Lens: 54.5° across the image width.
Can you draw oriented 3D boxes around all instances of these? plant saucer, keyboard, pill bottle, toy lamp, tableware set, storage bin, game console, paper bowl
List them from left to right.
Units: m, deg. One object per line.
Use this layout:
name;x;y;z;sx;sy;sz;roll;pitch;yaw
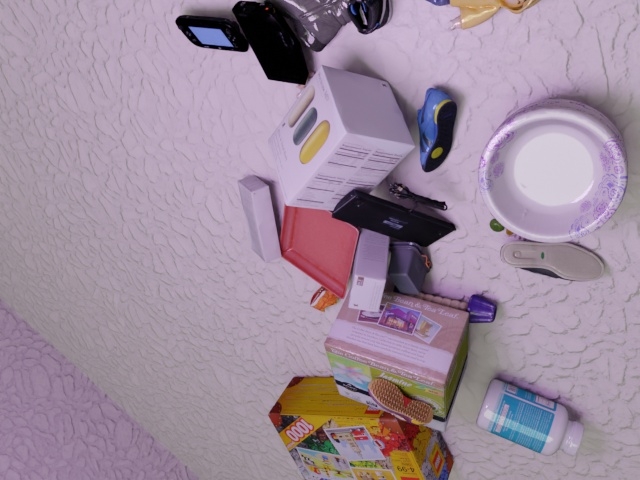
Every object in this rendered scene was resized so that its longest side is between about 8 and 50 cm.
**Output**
game console;-0.198;-0.484;1.508;0.361;0.044;0.213;17;155;32
plant saucer;0.000;0.000;1.742;0.259;0.047;0.258;33;134;26
keyboard;0.199;-0.067;1.500;0.317;0.033;0.201;16;147;-30
storage bin;0.234;0.079;1.628;0.098;0.091;0.135;-1;146;31
toy lamp;0.333;0.167;1.673;0.274;0.080;0.080;11;127;25
tableware set;0.453;-0.075;1.465;0.104;0.024;0.154;18;131;24
pill bottle;0.577;0.496;1.713;0.264;0.146;0.146;20;130;19
paper bowl;0.482;-0.150;1.292;0.284;0.148;0.284;11;119;21

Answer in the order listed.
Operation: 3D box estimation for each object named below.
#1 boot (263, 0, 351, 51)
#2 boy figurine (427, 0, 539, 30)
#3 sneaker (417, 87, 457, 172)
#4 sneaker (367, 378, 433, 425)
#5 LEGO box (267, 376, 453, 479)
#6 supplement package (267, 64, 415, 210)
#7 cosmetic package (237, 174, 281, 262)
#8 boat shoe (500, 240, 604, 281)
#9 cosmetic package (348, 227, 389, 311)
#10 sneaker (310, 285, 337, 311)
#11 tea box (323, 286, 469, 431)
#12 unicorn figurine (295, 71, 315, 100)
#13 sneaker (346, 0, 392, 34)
boot;-0.027;-0.558;1.381;0.246;0.083;0.161;43;129;-13
boy figurine;0.295;-0.494;1.213;0.285;0.092;0.177;22;124;19
sneaker;0.258;-0.255;1.435;0.082;0.069;0.209;51;153;37
sneaker;0.193;0.423;1.593;0.185;0.070;0.084;32;148;-3
LEGO box;0.132;0.653;2.063;0.500;0.193;0.373;-10;116;36
supplement package;0.039;-0.225;1.435;0.263;0.198;0.199;-46;51;43
cosmetic package;-0.175;-0.061;1.804;0.099;0.060;0.239;41;146;50
boat shoe;0.545;0.046;1.471;0.233;0.079;0.084;10;85;13
cosmetic package;0.129;0.063;1.608;0.085;0.231;0.117;9;130;1
sneaker;0.033;0.156;1.869;0.067;0.064;0.175;26;140;-14
tea box;0.216;0.318;1.701;0.329;0.220;0.324;14;145;22
unicorn figurine;0.009;-0.348;1.509;0.162;0.060;0.111;43;123;5
sneaker;0.095;-0.538;1.281;0.079;0.121;0.217;3;123;28
